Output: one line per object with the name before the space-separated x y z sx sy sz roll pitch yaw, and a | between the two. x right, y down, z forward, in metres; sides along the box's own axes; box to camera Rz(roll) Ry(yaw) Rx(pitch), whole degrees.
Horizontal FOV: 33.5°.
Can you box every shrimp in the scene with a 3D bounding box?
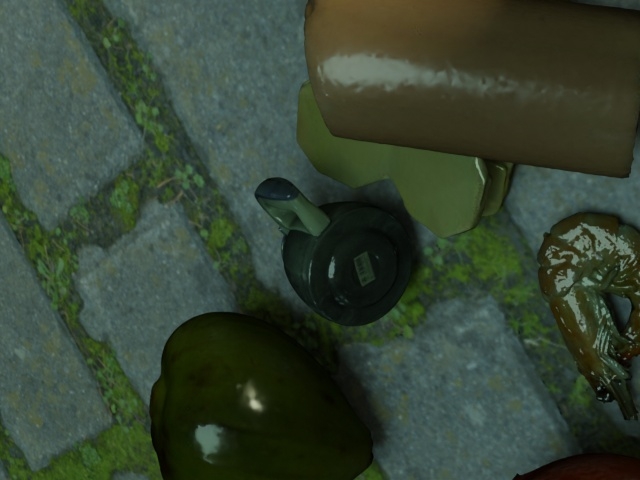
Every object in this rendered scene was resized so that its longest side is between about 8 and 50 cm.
shrimp | 0.238 0.062 0.872 0.099 0.041 0.180 -13 98 24

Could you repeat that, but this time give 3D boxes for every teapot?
teapot | -0.001 0.011 0.964 0.108 0.149 0.111 21 96 57

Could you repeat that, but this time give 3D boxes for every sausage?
sausage | 0.110 -0.122 0.776 0.253 0.123 0.123 9 115 9

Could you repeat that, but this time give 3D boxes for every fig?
fig | -0.058 0.178 1.055 0.225 0.203 0.203 10 119 -7

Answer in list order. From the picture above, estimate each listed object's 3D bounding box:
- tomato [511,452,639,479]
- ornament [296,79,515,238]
tomato | 0.233 0.303 0.823 0.265 0.265 0.264 14 115 32
ornament | 0.070 -0.108 0.898 0.201 0.059 0.180 28 133 26
